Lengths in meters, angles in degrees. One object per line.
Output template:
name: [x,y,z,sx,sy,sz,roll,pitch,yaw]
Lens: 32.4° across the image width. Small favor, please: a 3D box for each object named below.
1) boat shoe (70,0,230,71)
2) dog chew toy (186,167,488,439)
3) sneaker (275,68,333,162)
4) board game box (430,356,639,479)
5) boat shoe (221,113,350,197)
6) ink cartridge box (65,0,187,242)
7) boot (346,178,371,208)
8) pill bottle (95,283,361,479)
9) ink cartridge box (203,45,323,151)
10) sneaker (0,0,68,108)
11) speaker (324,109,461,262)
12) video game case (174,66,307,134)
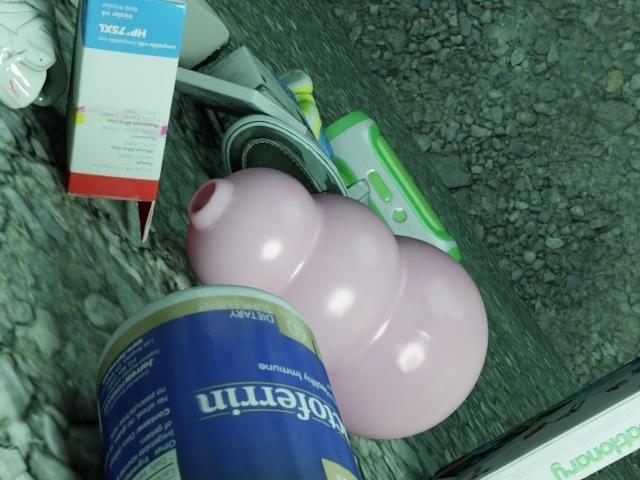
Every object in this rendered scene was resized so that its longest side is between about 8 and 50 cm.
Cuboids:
boat shoe: [-0.239,-0.329,1.297,0.158,0.127,0.340,55,4,27]
dog chew toy: [0.009,0.050,1.057,0.332,0.206,0.207,39,20,-30]
sneaker: [-0.038,-0.176,1.714,0.240,0.091,0.126,-101,171,-60]
board game box: [0.250,0.229,1.206,0.053,0.305,0.193,58,14,5]
boat shoe: [0.000,0.000,1.284,0.335,0.121,0.119,54,9,-12]
ink cartridge box: [-0.172,-0.127,0.933,0.078,0.231,0.134,4,35,-16]
boot: [0.038,0.000,1.526,0.123,0.095,0.258,60,21,-7]
pill bottle: [-0.048,0.165,0.656,0.153,0.153,0.265,44,18,-40]
ink cartridge box: [-0.069,-0.150,1.499,0.139,0.082,0.191,37,21,-53]
sneaker: [-0.259,-0.162,0.856,0.115,0.090,0.232,62,15,11]
speaker: [0.105,-0.061,1.795,0.296,0.131,0.131,57,13,6]
video game case: [-0.112,-0.172,1.348,0.157,0.019,0.143,20,-3,27]
